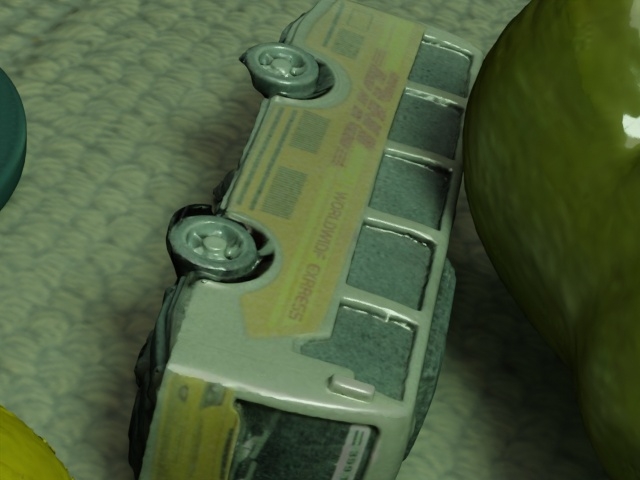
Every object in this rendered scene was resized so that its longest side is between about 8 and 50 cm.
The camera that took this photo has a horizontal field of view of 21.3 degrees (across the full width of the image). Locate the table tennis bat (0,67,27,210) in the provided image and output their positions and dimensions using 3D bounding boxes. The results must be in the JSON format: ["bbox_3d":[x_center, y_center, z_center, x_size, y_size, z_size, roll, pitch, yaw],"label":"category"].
[{"bbox_3d":[-0.283,-0.032,0.879,0.215,0.044,0.329,19,37,10],"label":"table tennis bat"}]

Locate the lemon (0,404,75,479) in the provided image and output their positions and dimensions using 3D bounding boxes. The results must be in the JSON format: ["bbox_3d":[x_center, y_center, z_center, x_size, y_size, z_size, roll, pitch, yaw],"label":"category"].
[{"bbox_3d":[-0.159,0.131,0.595,0.173,0.174,0.206,14,19,6],"label":"lemon"}]

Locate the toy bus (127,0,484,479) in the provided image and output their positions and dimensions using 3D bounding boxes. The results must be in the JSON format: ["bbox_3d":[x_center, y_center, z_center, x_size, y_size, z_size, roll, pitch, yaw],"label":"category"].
[{"bbox_3d":[0.000,0.000,0.854,0.138,0.097,0.343,17,37,-1],"label":"toy bus"}]

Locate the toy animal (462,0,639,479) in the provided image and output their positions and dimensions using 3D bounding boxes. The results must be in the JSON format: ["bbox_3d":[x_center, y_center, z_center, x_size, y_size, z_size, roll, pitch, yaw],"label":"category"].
[{"bbox_3d":[0.178,0.030,0.735,0.180,0.181,0.363,-33,46,15],"label":"toy animal"}]
